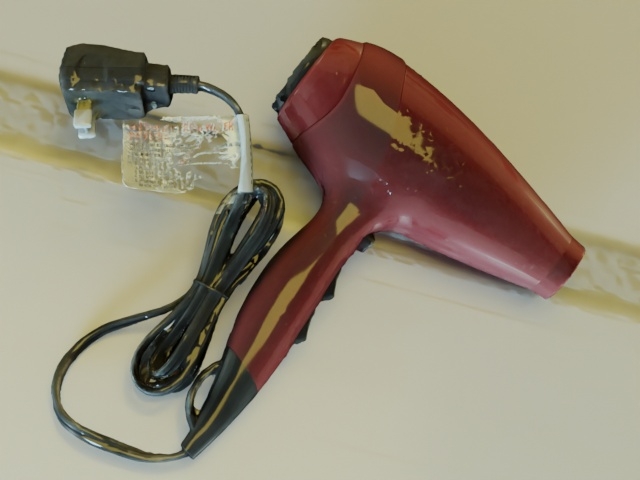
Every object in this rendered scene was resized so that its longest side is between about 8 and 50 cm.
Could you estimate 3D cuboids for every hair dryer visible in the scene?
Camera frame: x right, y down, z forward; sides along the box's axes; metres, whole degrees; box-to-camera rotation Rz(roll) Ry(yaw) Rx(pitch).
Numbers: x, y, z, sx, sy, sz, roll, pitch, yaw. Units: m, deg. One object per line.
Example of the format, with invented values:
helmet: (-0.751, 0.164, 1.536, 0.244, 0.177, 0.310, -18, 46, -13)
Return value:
hair dryer: (0.000, 0.000, 0.793, 0.294, 0.080, 0.223, -2, 87, -7)
